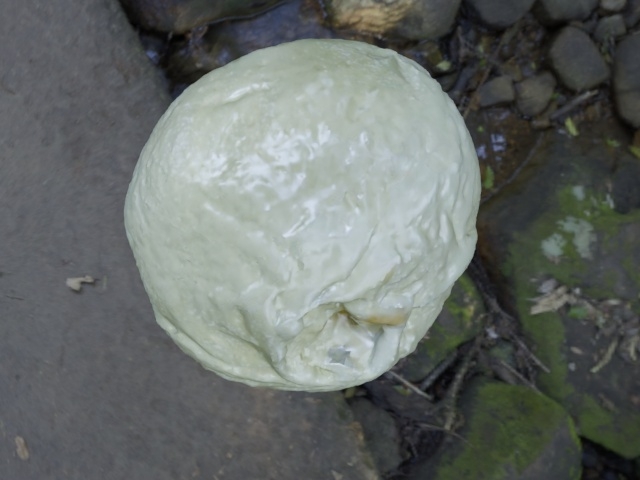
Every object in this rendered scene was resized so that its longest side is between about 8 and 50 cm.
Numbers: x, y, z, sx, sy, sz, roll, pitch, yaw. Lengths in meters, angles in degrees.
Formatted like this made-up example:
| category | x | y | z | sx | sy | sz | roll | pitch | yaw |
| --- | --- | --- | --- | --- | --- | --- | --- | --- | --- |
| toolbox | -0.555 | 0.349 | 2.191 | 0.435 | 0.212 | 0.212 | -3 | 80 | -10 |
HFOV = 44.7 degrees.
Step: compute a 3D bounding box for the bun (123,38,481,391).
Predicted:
| category | x | y | z | sx | sy | sz | roll | pitch | yaw |
| --- | --- | --- | --- | --- | --- | --- | --- | --- | --- |
| bun | 0.000 | 0.000 | 0.732 | 0.352 | 0.227 | 0.349 | -41 | 135 | 13 |
